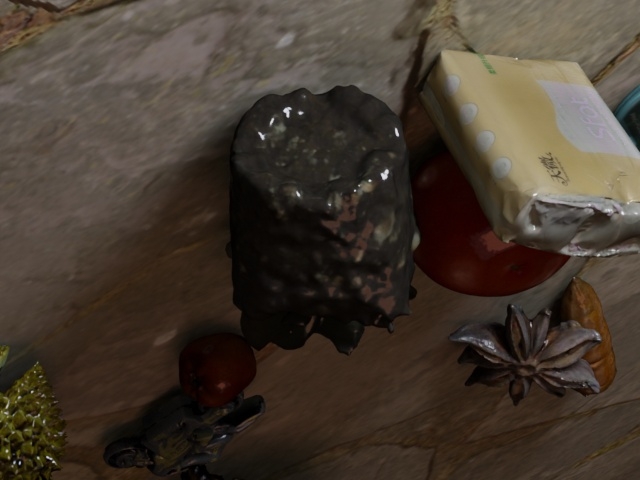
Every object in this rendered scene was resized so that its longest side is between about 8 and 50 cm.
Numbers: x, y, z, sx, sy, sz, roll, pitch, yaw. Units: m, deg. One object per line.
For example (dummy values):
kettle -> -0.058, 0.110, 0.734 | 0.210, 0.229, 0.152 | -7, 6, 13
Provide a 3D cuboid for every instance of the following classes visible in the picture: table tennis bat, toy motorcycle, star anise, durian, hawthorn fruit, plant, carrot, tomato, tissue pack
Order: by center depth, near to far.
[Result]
tissue pack -> 0.212, -0.083, 1.628 | 0.186, 0.222, 0.090 | 4, 130, -30
plant -> 0.000, 0.000, 1.642 | 0.199, 0.188, 0.276 | 0, 139, 2
tomato -> 0.180, -0.021, 1.772 | 0.195, 0.136, 0.195 | -14, 146, -10
table tennis bat -> 0.335, -0.114, 1.824 | 0.201, 0.033, 0.124 | -37, 142, 14
durian -> -0.362, 0.231, 1.828 | 0.194, 0.137, 0.237 | -13, 146, -12
hawthorn fruit -> -0.108, 0.138, 1.899 | 0.093, 0.081, 0.081 | -31, 160, -45
toy motorcycle -> -0.151, 0.226, 2.002 | 0.193, 0.061, 0.124 | -31, 144, 17
star anise -> 0.248, 0.130, 2.063 | 0.195, 0.065, 0.182 | -13, 137, 30
carrot -> 0.319, 0.105, 2.097 | 0.072, 0.072, 0.205 | -20, 138, -2

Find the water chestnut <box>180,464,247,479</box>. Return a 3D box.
water chestnut -> -0.095, 0.402, 2.134 | 0.300, 0.300, 0.300 | -14, 145, -10
